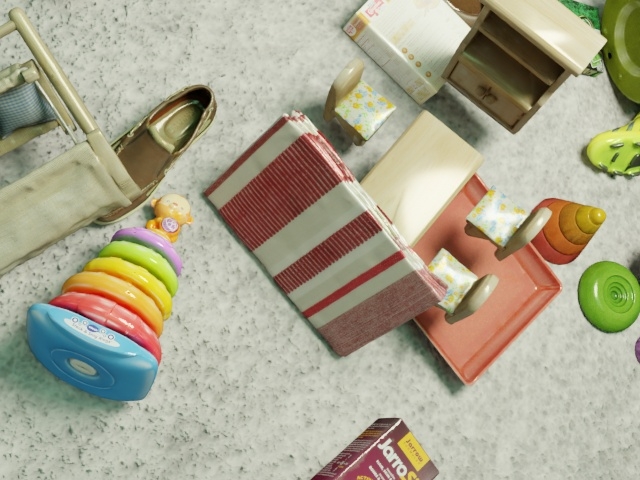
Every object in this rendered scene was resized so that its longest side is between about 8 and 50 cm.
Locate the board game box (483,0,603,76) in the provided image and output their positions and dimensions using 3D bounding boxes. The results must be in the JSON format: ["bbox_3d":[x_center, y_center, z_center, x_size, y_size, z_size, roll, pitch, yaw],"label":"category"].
[{"bbox_3d":[0.408,-0.387,1.491,0.260,0.030,0.136,6,74,-27],"label":"board game box"}]

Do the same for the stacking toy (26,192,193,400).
[{"bbox_3d":[-0.249,0.048,1.110,0.175,0.166,0.302,26,55,-4],"label":"stacking toy"}]

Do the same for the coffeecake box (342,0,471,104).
[{"bbox_3d":[0.155,-0.347,1.380,0.185,0.068,0.142,43,69,-7],"label":"coffeecake box"}]

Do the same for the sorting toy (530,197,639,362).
[{"bbox_3d":[0.512,0.067,1.393,0.127,0.126,0.365,-40,93,-24],"label":"sorting toy"}]

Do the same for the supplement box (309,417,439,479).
[{"bbox_3d":[0.064,0.353,1.180,0.188,0.081,0.104,-37,92,-24],"label":"supplement box"}]

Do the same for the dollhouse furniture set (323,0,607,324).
[{"bbox_3d":[0.185,-0.148,1.171,0.362,0.256,0.394,40,77,5],"label":"dollhouse furniture set"}]

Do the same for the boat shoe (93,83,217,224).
[{"bbox_3d":[-0.244,-0.133,1.164,0.095,0.095,0.257,40,68,-8],"label":"boat shoe"}]

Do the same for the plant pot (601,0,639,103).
[{"bbox_3d":[0.723,-0.392,1.479,0.353,0.366,0.366,-13,83,-12],"label":"plant pot"}]

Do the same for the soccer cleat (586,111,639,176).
[{"bbox_3d":[0.604,-0.195,1.523,0.289,0.093,0.121,-11,52,-18],"label":"soccer cleat"}]

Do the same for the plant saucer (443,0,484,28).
[{"bbox_3d":[0.261,-0.456,1.468,0.168,0.029,0.168,5,76,-21],"label":"plant saucer"}]

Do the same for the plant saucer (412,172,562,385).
[{"bbox_3d":[0.232,0.059,1.330,0.259,0.048,0.258,-40,94,-24],"label":"plant saucer"}]

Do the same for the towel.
[{"bbox_3d":[0.000,0.000,1.160,0.329,0.237,0.037,50,43,-4],"label":"towel"}]

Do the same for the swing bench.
[{"bbox_3d":[-0.402,-0.101,1.026,0.253,0.165,0.254,-33,91,-7],"label":"swing bench"}]
